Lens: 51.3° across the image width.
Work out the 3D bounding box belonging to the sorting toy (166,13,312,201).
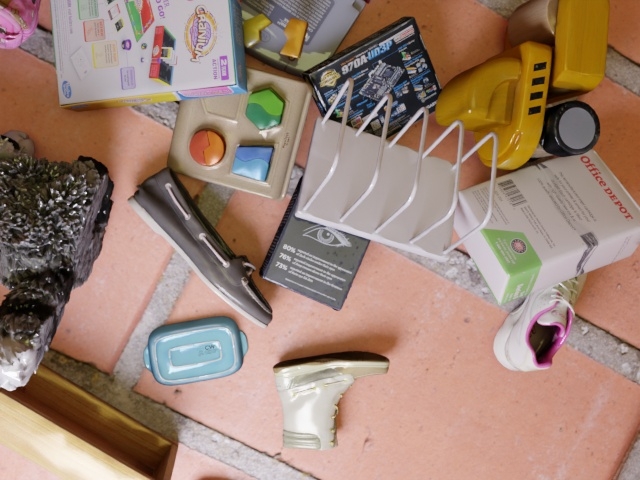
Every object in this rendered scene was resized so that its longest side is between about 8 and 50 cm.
[{"bbox_3d":[-0.134,-0.240,1.146,0.229,0.041,0.307,16,102,6],"label":"sorting toy"}]

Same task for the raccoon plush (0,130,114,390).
[{"bbox_3d":[-0.503,-0.021,0.991,0.299,0.446,0.216,15,122,-7],"label":"raccoon plush"}]

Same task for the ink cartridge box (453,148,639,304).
[{"bbox_3d":[0.407,-0.030,1.207,0.273,0.114,0.198,-18,57,-7],"label":"ink cartridge box"}]

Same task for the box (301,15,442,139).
[{"bbox_3d":[0.101,-0.274,1.207,0.220,0.051,0.175,-31,115,-6],"label":"box"}]

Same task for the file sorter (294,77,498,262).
[{"bbox_3d":[0.130,-0.114,1.088,0.278,0.173,0.192,17,65,-13],"label":"file sorter"}]

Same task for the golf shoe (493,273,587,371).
[{"bbox_3d":[0.442,0.113,1.248,0.115,0.140,0.306,26,86,-7],"label":"golf shoe"}]

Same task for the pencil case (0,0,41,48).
[{"bbox_3d":[-0.484,-0.490,1.043,0.167,0.160,0.385,8,72,15],"label":"pencil case"}]

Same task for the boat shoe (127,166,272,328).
[{"bbox_3d":[-0.189,0.012,1.165,0.335,0.112,0.095,45,90,-3],"label":"boat shoe"}]

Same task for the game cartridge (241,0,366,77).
[{"bbox_3d":[-0.091,-0.430,1.201,0.297,0.062,0.198,33,91,-8],"label":"game cartridge"}]

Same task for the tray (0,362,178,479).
[{"bbox_3d":[-0.433,0.294,1.087,0.411,0.203,0.076,35,87,-8],"label":"tray"}]

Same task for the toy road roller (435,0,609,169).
[{"bbox_3d":[0.345,-0.290,1.179,0.241,0.202,0.329,7,90,-16],"label":"toy road roller"}]

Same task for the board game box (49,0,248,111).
[{"bbox_3d":[-0.290,-0.354,1.119,0.317,0.064,0.242,-3,92,10],"label":"board game box"}]

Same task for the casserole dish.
[{"bbox_3d":[-0.224,0.202,1.202,0.189,0.037,0.114,-9,93,-9],"label":"casserole dish"}]

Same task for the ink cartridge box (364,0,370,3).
[{"bbox_3d":[0.064,-0.519,1.219,0.135,0.056,0.099,32,87,-8],"label":"ink cartridge box"}]

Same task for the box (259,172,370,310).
[{"bbox_3d":[0.000,0.000,1.194,0.153,0.108,0.207,25,87,-9],"label":"box"}]

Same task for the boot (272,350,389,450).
[{"bbox_3d":[0.027,0.293,1.220,0.213,0.077,0.165,-6,91,-3],"label":"boot"}]
